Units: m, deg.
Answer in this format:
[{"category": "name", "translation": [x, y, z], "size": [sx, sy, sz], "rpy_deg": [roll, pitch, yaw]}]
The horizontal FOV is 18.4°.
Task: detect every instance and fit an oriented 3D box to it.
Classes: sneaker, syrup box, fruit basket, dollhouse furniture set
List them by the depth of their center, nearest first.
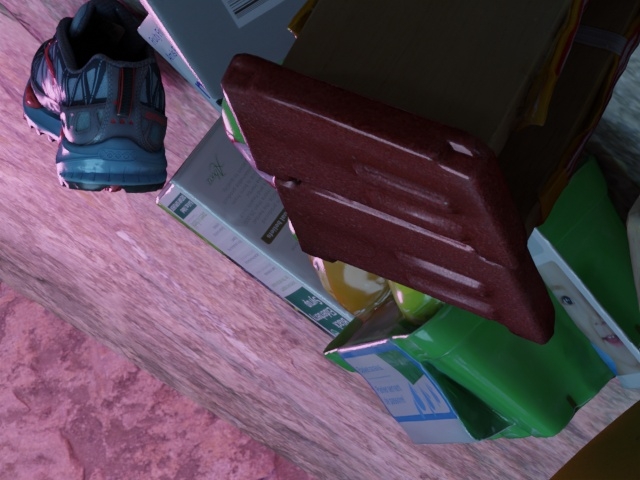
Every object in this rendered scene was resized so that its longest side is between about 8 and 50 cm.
[{"category": "dollhouse furniture set", "translation": [0.173, -0.042, 0.721], "size": [0.374, 0.201, 0.152], "rpy_deg": [23, 162, 23]}, {"category": "fruit basket", "translation": [0.025, -0.026, 1.204], "size": [0.353, 0.165, 0.327], "rpy_deg": [41, 166, -7]}, {"category": "syrup box", "translation": [0.000, 0.000, 1.496], "size": [0.237, 0.096, 0.093], "rpy_deg": [39, 166, -5]}, {"category": "sneaker", "translation": [-0.160, -0.128, 1.503], "size": [0.104, 0.125, 0.262], "rpy_deg": [1, -159, -19]}]

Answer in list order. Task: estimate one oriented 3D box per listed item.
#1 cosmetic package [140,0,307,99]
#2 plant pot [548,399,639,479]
[{"category": "cosmetic package", "translation": [-0.077, -0.189, 0.856], "size": [0.238, 0.107, 0.127], "rpy_deg": [59, -177, 36]}, {"category": "plant pot", "translation": [0.282, 0.182, 1.207], "size": [0.212, 0.187, 0.212], "rpy_deg": [42, 166, -25]}]
